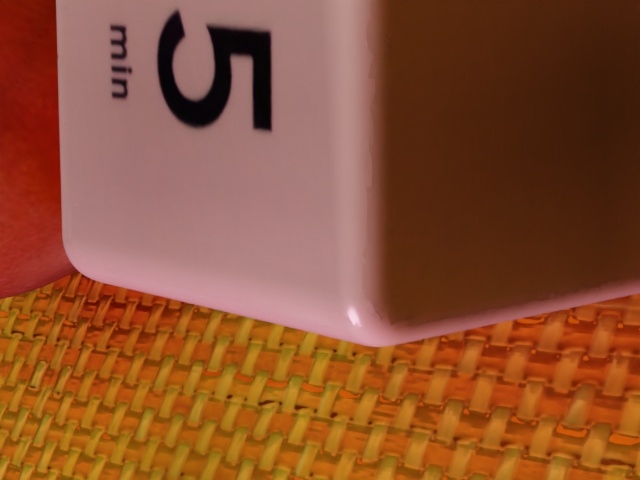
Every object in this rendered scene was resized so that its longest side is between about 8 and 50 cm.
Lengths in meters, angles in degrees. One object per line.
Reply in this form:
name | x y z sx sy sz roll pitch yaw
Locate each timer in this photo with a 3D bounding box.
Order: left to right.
timer | 0.021 -0.075 0.765 0.195 0.192 0.194 12 105 47

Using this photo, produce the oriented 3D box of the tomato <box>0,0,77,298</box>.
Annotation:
tomato | -0.179 -0.125 1.079 0.341 0.272 0.341 -13 67 34
